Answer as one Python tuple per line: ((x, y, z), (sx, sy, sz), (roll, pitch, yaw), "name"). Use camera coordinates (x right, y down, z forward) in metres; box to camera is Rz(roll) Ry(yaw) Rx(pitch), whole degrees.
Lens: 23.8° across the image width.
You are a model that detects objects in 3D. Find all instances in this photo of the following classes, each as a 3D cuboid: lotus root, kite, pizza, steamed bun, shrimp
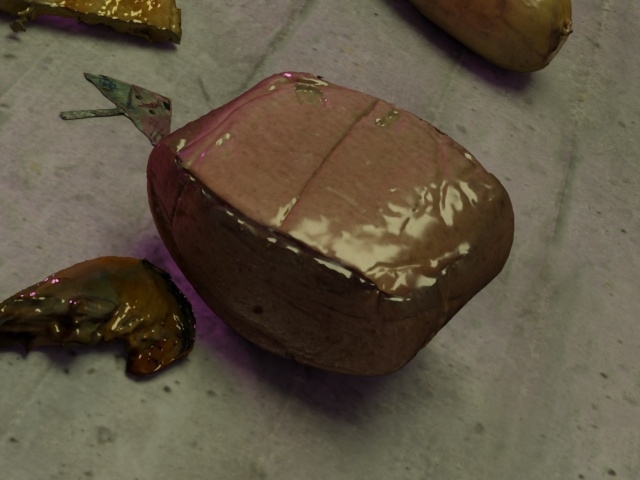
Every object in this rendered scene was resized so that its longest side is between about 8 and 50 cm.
((0.192, -0.352, 2.037), (0.343, 0.151, 0.169), (38, 19, 20), "lotus root")
((-0.205, -0.134, 1.577), (0.137, 0.005, 0.152), (42, 36, 19), "kite")
((-0.309, -0.319, 1.653), (0.288, 0.075, 0.280), (-18, 85, -37), "pizza")
((0.000, 0.000, 1.400), (0.301, 0.199, 0.251), (32, 50, 18), "steamed bun")
((-0.202, 0.071, 1.257), (0.117, 0.066, 0.262), (44, 38, 20), "shrimp")
